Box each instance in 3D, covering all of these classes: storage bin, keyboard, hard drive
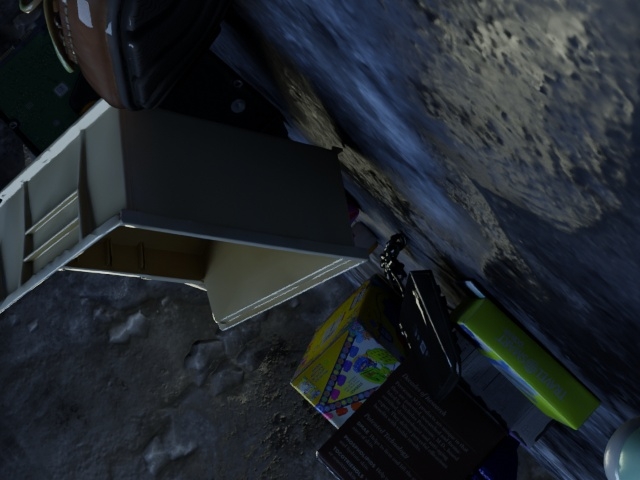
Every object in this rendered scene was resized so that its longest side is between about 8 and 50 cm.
[{"bbox_3d":[-0.144,-0.008,0.937,0.262,0.260,0.123,8,-116,-40],"label":"storage bin"},{"bbox_3d":[0.118,0.085,1.164,0.317,0.033,0.202,85,163,-75],"label":"keyboard"},{"bbox_3d":[-0.234,-0.157,1.182,0.339,0.237,0.064,42,173,22],"label":"hard drive"}]

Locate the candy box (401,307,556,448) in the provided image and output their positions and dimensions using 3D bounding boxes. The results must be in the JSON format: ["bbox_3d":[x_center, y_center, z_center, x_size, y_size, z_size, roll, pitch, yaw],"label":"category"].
[{"bbox_3d":[0.223,0.184,1.391,0.196,0.070,0.165,45,177,-11],"label":"candy box"}]

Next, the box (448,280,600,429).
[{"bbox_3d":[0.200,0.116,1.026,0.178,0.042,0.109,43,177,1],"label":"box"}]

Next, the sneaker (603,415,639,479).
[{"bbox_3d":[0.305,0.226,0.633,0.256,0.094,0.151,43,174,-8],"label":"sneaker"}]

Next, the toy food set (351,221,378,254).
[{"bbox_3d":[-0.019,-0.026,1.388,0.232,0.104,0.111,46,177,-26],"label":"toy food set"}]

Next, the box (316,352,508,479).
[{"bbox_3d":[0.131,0.285,1.366,0.167,0.203,0.168,42,176,18],"label":"box"}]

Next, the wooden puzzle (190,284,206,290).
[{"bbox_3d":[-0.247,-0.113,1.436,0.322,0.080,0.348,12,125,54],"label":"wooden puzzle"}]

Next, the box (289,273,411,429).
[{"bbox_3d":[0.124,0.251,1.831,0.279,0.177,0.290,44,-163,-4],"label":"box"}]

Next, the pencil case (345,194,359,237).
[{"bbox_3d":[-0.056,-0.078,1.279,0.236,0.104,0.104,45,177,10],"label":"pencil case"}]

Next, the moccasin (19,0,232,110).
[{"bbox_3d":[-0.143,-0.185,0.713,0.147,0.139,0.380,36,-172,-11],"label":"moccasin"}]

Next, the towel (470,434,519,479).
[{"bbox_3d":[0.241,0.282,1.601,0.227,0.076,0.308,40,-158,0],"label":"towel"}]
